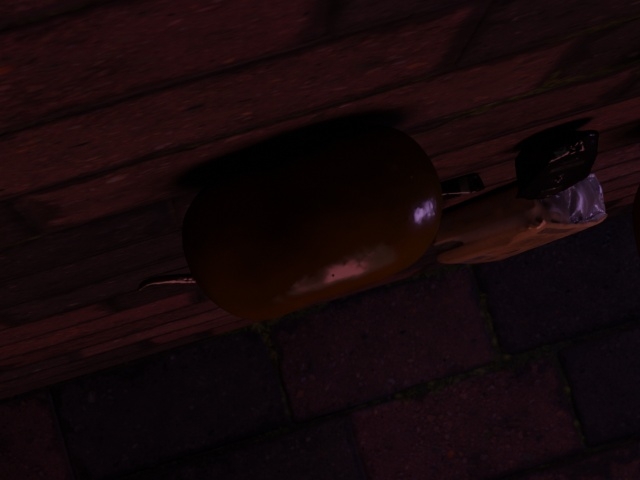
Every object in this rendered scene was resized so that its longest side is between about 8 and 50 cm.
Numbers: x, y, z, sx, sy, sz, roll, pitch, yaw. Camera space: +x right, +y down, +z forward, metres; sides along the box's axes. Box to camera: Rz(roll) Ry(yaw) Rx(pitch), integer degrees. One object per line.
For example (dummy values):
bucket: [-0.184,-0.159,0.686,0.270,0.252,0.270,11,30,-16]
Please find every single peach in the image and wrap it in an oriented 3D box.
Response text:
peach: [-0.004,-0.019,1.563,0.251,0.153,0.251,-21,-170,4]

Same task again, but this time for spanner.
spanner: [0.076,-0.044,2.153,0.316,0.024,0.087,-13,179,-36]

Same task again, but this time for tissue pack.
tissue pack: [0.298,-0.033,2.569,0.186,0.090,0.222,-8,169,-45]

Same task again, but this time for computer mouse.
computer mouse: [0.282,-0.101,2.046,0.099,0.057,0.172,-14,162,-14]

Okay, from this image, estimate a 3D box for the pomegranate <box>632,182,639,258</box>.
pomegranate: [0.602,-0.008,2.239,0.411,0.411,0.411,-17,174,-2]

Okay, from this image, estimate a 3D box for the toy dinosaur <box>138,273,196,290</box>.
toy dinosaur: [-0.084,0.029,2.272,0.251,0.072,0.200,-6,171,32]
